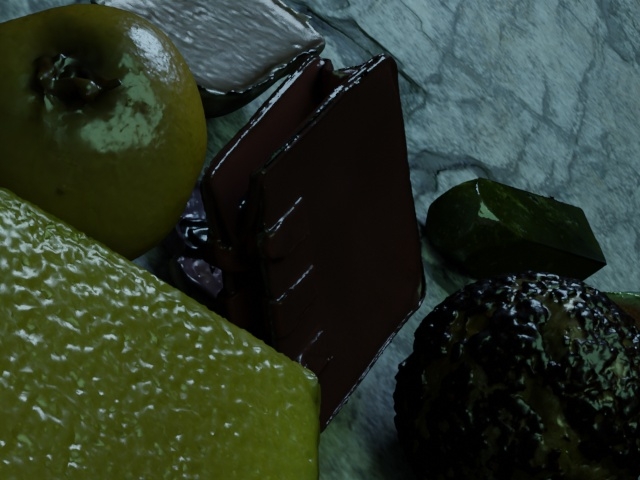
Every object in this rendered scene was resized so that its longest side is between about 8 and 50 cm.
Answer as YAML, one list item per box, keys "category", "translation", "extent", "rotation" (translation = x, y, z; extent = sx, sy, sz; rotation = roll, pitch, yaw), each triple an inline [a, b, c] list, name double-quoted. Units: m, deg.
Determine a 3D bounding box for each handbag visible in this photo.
- category: "handbag"
  translation: [-0.001, 0.000, 1.290]
  extent: [0.275, 0.084, 0.260]
  rotation: [-52, 140, -51]

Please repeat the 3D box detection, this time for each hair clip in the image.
- category: "hair clip"
  translation: [-0.075, 0.002, 1.365]
  extent: [0.187, 0.056, 0.146]
  rotation: [-11, 69, -46]

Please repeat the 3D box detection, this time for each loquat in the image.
- category: "loquat"
  translation: [-0.187, -0.073, 1.145]
  extent: [0.208, 0.208, 0.208]
  rotation: [33, 37, -29]

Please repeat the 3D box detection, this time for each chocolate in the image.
- category: "chocolate"
  translation: [-0.110, -0.174, 1.453]
  extent: [0.161, 0.083, 0.261]
  rotation: [39, 30, 10]

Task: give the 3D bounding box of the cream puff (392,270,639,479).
- category: "cream puff"
  translation: [0.179, 0.141, 1.361]
  extent: [0.239, 0.239, 0.165]
  rotation: [59, 9, 10]

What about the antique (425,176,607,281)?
- category: "antique"
  translation: [0.207, -0.002, 1.691]
  extent: [0.221, 0.081, 0.080]
  rotation: [12, 48, -45]

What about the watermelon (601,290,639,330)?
- category: "watermelon"
  translation: [0.386, 0.115, 1.797]
  extent: [0.231, 0.128, 0.146]
  rotation: [49, 14, -1]

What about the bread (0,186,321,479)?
- category: "bread"
  translation: [-0.152, 0.164, 1.013]
  extent: [0.333, 0.143, 0.324]
  rotation: [34, 37, -27]
